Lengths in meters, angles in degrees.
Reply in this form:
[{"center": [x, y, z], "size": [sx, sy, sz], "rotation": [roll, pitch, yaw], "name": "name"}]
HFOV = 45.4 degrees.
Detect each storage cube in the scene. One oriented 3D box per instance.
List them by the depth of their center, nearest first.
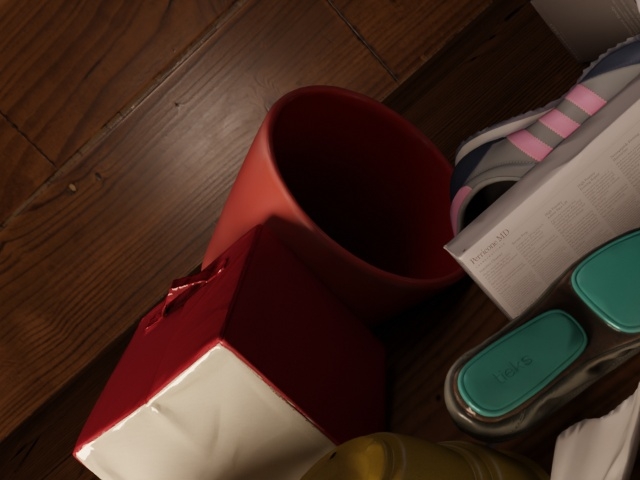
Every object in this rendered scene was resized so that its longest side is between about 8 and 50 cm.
[{"center": [-0.069, 0.139, 0.686], "size": [0.184, 0.215, 0.193], "rotation": [-38, 18, 21], "name": "storage cube"}]

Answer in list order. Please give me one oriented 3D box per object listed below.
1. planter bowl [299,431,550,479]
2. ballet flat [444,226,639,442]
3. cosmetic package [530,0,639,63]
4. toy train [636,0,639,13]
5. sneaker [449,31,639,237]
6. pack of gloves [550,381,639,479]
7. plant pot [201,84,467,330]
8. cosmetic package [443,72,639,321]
[{"center": [0.032, 0.185, 0.468], "size": [0.217, 0.090, 0.217], "rotation": [-40, 11, 10], "name": "planter bowl"}, {"center": [0.172, 0.059, 0.505], "size": [0.213, 0.072, 0.068], "rotation": [-32, -29, -7], "name": "ballet flat"}, {"center": [0.390, -0.317, 1.005], "size": [0.107, 0.127, 0.238], "rotation": [-43, 10, -3], "name": "cosmetic package"}, {"center": [0.360, -0.189, 0.461], "size": [0.190, 0.142, 0.334], "rotation": [-49, 34, -13], "name": "toy train"}, {"center": [0.249, -0.079, 0.724], "size": [0.319, 0.112, 0.131], "rotation": [-34, 31, 49], "name": "sneaker"}, {"center": [0.130, 0.110, 0.315], "size": [0.195, 0.046, 0.232], "rotation": [-58, -2, 38], "name": "pack of gloves"}, {"center": [0.000, 0.000, 0.879], "size": [0.243, 0.275, 0.275], "rotation": [-46, 7, 40], "name": "plant pot"}, {"center": [0.223, -0.036, 0.610], "size": [0.239, 0.099, 0.060], "rotation": [-41, 12, 3], "name": "cosmetic package"}]
